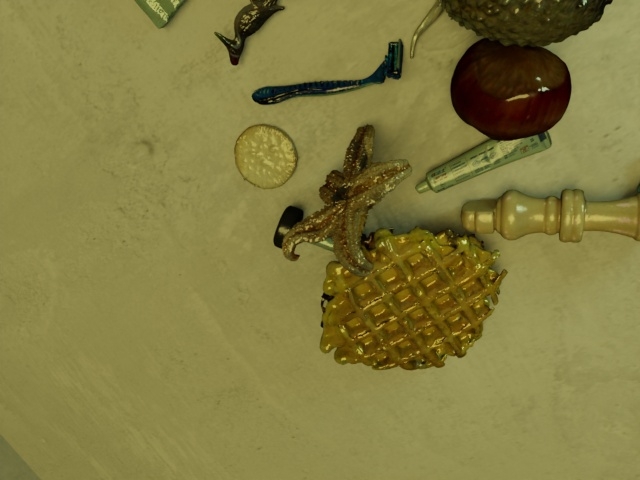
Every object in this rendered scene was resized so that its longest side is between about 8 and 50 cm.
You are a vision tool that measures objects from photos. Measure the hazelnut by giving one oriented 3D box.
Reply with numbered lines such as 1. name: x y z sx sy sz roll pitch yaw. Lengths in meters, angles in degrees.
1. hazelnut: 0.327 -0.270 0.919 0.202 0.160 0.170 46 110 36

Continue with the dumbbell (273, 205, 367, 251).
1. dumbbell: 0.000 0.000 1.149 0.191 0.100 0.100 22 117 6

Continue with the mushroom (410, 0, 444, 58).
1. mushroom: 0.209 -0.480 0.916 0.068 0.043 0.307 17 119 28

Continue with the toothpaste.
1. toothpaste: 0.311 -0.157 1.021 0.268 0.047 0.069 -25 85 22

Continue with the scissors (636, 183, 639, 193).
1. scissors: 0.747 -0.163 0.898 0.191 0.029 0.360 45 118 -4

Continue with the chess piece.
1. chess piece: 0.468 -0.048 0.979 0.396 0.117 0.117 3 114 23

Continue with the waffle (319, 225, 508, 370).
1. waffle: 0.189 0.137 1.105 0.381 0.095 0.380 4 121 -8

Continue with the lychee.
1. lychee: 0.318 -0.423 0.795 0.274 0.255 0.255 -13 110 43

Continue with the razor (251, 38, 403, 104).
1. razor: 0.011 -0.311 1.040 0.323 0.093 0.056 -8 146 23

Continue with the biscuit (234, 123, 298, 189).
1. biscuit: -0.124 -0.184 1.150 0.151 0.020 0.152 6 115 13

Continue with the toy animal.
1. toy animal: -0.137 -0.438 1.018 0.105 0.070 0.202 24 115 -16

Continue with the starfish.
1. starfish: 0.047 -0.073 1.005 0.113 0.303 0.312 31 97 -27

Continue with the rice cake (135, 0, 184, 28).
1. rice cake: -0.365 -0.558 1.044 0.127 0.043 0.237 -39 99 25
